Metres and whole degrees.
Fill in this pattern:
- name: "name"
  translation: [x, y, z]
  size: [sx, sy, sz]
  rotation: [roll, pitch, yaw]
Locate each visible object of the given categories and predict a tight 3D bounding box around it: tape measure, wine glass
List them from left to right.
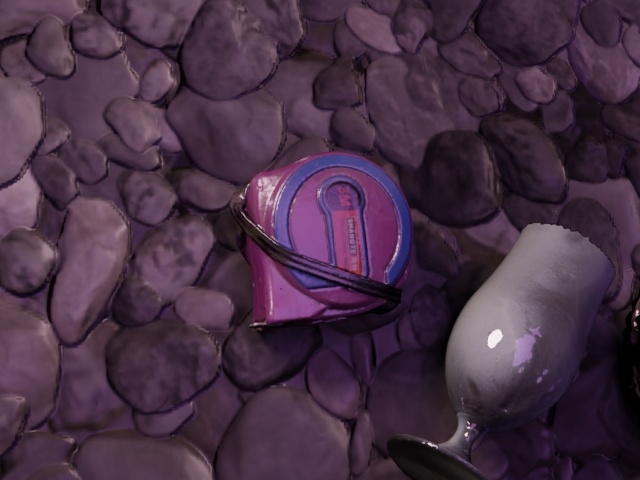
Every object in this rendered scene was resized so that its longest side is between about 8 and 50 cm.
- name: "tape measure"
  translation: [0.000, 0.000, 0.715]
  size: [0.125, 0.074, 0.118]
  rotation: [-3, 80, -18]
- name: "wine glass"
  translation: [0.133, 0.083, 0.732]
  size: [0.093, 0.093, 0.202]
  rotation: [40, 64, -6]

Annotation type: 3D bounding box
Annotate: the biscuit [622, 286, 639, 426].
- name: "biscuit"
  translation: [0.321, 0.103, 0.823]
  size: [0.194, 0.053, 0.195]
  rotation: [6, 72, -21]
